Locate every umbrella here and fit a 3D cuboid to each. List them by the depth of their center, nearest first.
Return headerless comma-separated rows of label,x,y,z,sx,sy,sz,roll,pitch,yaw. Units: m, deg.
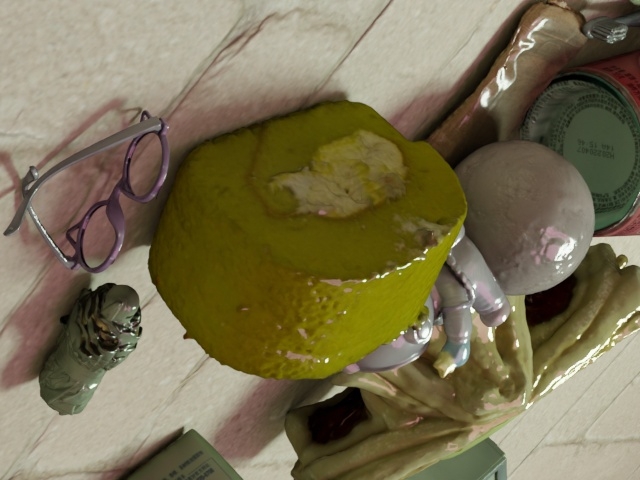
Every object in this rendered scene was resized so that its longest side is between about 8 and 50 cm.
umbrella,-0.181,0.082,1.548,0.143,0.062,0.067,-51,-165,41

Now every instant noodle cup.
instant noodle cup,0.336,-0.097,1.943,0.255,0.244,0.244,-11,141,-43

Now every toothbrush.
toothbrush,0.330,-0.218,1.921,0.321,0.031,0.023,-21,134,-57

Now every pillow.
pillow,0.166,-0.131,1.808,0.211,0.034,0.135,-51,153,13

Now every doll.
doll,0.114,0.021,1.748,0.287,0.151,0.151,-33,156,-25

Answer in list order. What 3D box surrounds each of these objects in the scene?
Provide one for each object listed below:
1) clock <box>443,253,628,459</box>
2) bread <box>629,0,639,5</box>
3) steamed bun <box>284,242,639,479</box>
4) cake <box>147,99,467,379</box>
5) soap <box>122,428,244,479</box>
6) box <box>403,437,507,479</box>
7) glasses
clock,0.229,0.112,2.263,0.308,0.096,0.235,-28,152,-34
bread,0.336,-0.264,1.862,0.112,0.036,0.193,-49,157,14
steamed bun,0.132,0.110,1.970,0.428,0.189,0.247,-30,-172,2
cake,0.000,0.000,1.555,0.260,0.179,0.156,-22,150,-42
soap,-0.152,0.315,1.904,0.199,0.138,0.182,-36,155,-19
box,0.132,0.341,2.518,0.225,0.086,0.129,-40,158,-12
glasses,-0.179,-0.037,1.384,0.104,0.062,0.140,12,124,-38
